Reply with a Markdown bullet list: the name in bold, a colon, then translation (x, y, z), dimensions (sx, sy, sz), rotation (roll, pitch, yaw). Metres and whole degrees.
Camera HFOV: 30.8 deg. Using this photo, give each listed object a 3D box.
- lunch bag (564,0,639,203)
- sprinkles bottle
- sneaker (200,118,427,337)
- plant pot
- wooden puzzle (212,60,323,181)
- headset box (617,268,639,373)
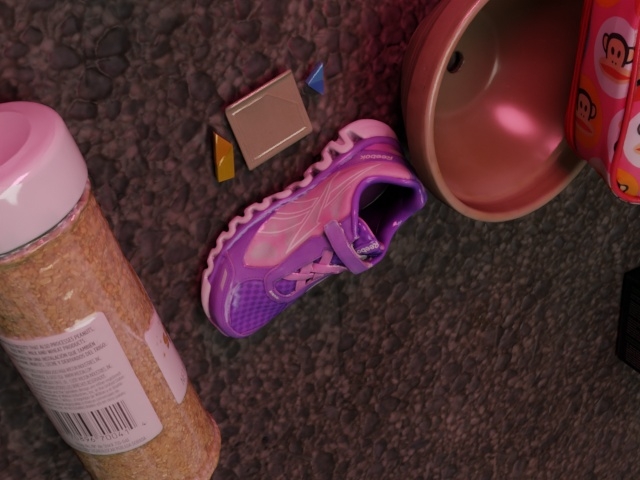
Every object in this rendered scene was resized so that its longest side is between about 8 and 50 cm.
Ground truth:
- **lunch bag**: translation (0.361, -0.138, 0.986), dimensions (0.293, 0.120, 0.258), rotation (-7, 123, -15)
- **sprinkles bottle**: translation (-0.187, 0.066, 0.900), dimensions (0.121, 0.121, 0.355), rotation (-33, 131, -16)
- **sneaker**: translation (0.000, 0.000, 1.007), dimensions (0.236, 0.104, 0.095), rotation (-44, 134, -5)
- **plant pot**: translation (0.150, -0.144, 1.018), dimensions (0.237, 0.110, 0.237), rotation (-20, 126, -30)
- **wooden puzzle**: translation (-0.045, -0.101, 0.976), dimensions (0.116, 0.014, 0.078), rotation (-28, 134, -19)
- **headset box**: translation (0.540, 0.100, 1.355), dimensions (0.283, 0.246, 0.131), rotation (-20, 127, -24)
